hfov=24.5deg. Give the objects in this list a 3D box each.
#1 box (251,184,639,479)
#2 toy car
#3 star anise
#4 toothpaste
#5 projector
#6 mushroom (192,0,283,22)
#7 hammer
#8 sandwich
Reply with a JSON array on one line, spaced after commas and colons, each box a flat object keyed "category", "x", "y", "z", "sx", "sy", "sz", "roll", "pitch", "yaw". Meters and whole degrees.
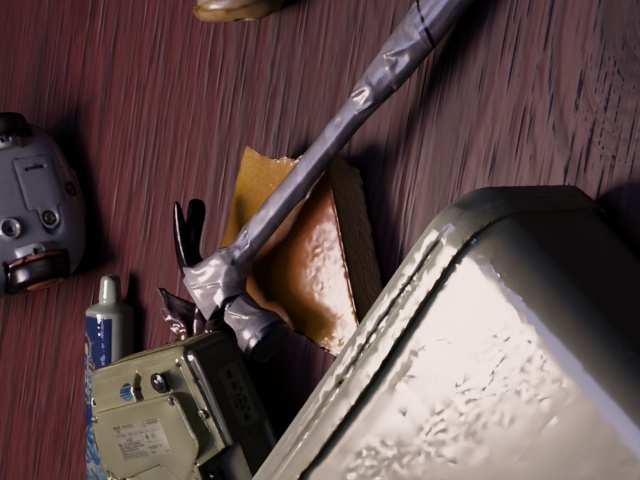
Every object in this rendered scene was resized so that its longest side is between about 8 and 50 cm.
[{"category": "box", "x": 0.161, "y": 0.199, "z": 1.050, "sx": 0.344, "sy": 0.177, "sz": 0.352, "roll": 49, "pitch": 122, "yaw": 26}, {"category": "toy car", "x": -0.387, "y": -0.008, "z": 1.507, "sx": 0.212, "sy": 0.270, "sz": 0.180, "roll": -30, "pitch": 76, "yaw": 60}, {"category": "star anise", "x": -0.116, "y": 0.092, "z": 1.376, "sx": 0.129, "sy": 0.056, "sz": 0.124, "roll": 55, "pitch": 128, "yaw": 22}, {"category": "toothpaste", "x": -0.213, "y": 0.166, "z": 1.483, "sx": 0.069, "sy": 0.047, "sz": 0.268, "roll": 7, "pitch": 100, "yaw": 30}, {"category": "projector", "x": -0.117, "y": 0.228, "z": 1.332, "sx": 0.193, "sy": 0.088, "sz": 0.269, "roll": -18, "pitch": 93, "yaw": 43}, {"category": "mushroom", "x": -0.079, "y": -0.314, "z": 1.299, "sx": 0.096, "sy": 0.108, "sz": 0.247, "roll": -149, "pitch": 62, "yaw": -83}, {"category": "hammer", "x": 0.032, "y": -0.095, "z": 1.191, "sx": 0.427, "sy": 0.044, "sz": 0.152, "roll": -48, "pitch": 65, "yaw": 18}, {"category": "sandwich", "x": 0.000, "y": 0.000, "z": 1.264, "sx": 0.193, "sy": 0.058, "sz": 0.162, "roll": 29, "pitch": 111, "yaw": 37}]
